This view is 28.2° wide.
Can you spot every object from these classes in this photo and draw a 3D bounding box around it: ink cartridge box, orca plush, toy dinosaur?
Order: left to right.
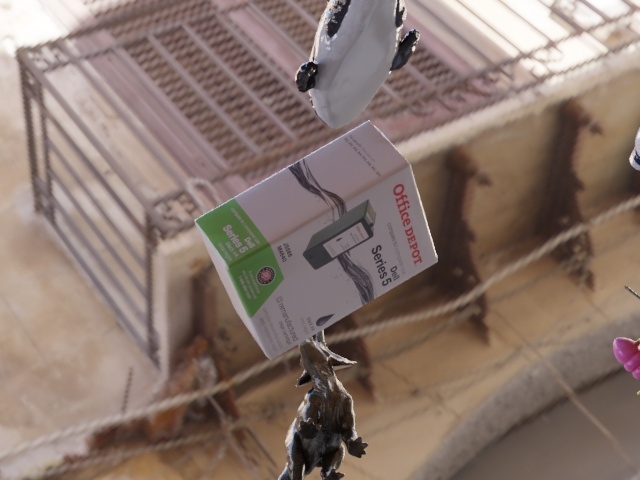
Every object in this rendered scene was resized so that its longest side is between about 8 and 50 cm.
[{"bbox_3d":[-0.004,0.274,1.793,0.121,0.160,0.313,8,-63,-5],"label":"toy dinosaur"},{"bbox_3d":[0.000,0.000,1.684,0.273,0.115,0.198,-30,-44,-9],"label":"ink cartridge box"},{"bbox_3d":[0.017,-0.240,1.345,0.151,0.102,0.287,-30,-24,-8],"label":"orca plush"}]

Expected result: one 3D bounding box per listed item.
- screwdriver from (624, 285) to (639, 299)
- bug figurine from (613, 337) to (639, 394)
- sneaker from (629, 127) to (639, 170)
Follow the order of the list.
[{"bbox_3d":[0.457,0.107,1.688,0.170,0.024,0.025,29,-87,-23],"label":"screwdriver"},{"bbox_3d":[0.489,0.170,1.649,0.072,0.216,0.279,-35,-17,-37],"label":"bug figurine"},{"bbox_3d":[0.486,-0.170,1.624,0.235,0.090,0.095,-39,-37,-30],"label":"sneaker"}]
